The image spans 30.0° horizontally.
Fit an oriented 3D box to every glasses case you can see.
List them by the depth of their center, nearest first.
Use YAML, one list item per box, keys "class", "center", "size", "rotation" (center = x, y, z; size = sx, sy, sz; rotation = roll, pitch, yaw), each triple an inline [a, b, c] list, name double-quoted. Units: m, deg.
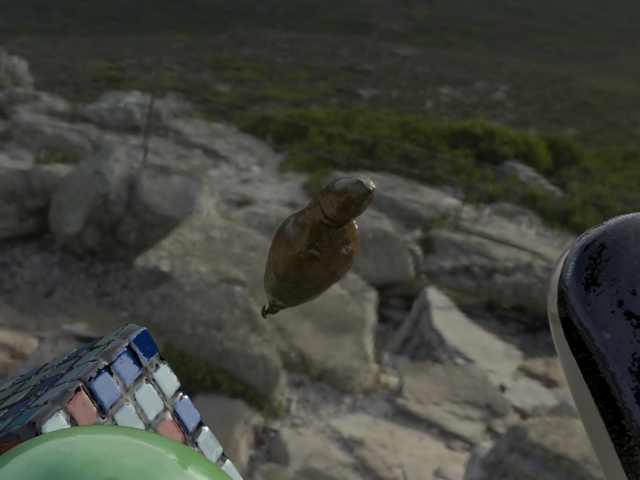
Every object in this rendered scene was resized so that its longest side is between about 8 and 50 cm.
- class: "glasses case"
  center: [0.237, 0.132, 0.751]
  size: [0.122, 0.314, 0.075]
  rotation: [-28, 6, -26]

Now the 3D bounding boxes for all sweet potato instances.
- class: "sweet potato"
  center: [0.001, -0.002, 1.053]
  size: [0.075, 0.269, 0.074]
  rotation: [8, 63, -16]

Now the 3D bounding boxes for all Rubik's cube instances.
- class: "Rubik's cube"
  center: [-0.204, 0.204, 0.981]
  size: [0.187, 0.182, 0.184]
  rotation: [-25, 11, 30]

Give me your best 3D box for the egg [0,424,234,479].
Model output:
- class: "egg"
  center: [-0.125, 0.241, 0.761]
  size: [0.269, 0.220, 0.220]
  rotation: [52, 2, -29]
